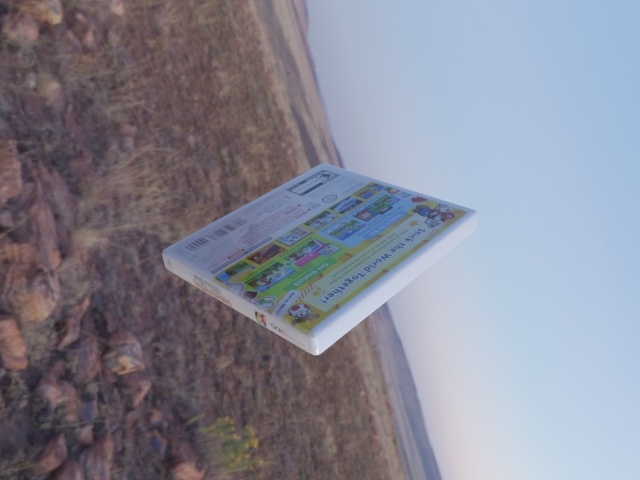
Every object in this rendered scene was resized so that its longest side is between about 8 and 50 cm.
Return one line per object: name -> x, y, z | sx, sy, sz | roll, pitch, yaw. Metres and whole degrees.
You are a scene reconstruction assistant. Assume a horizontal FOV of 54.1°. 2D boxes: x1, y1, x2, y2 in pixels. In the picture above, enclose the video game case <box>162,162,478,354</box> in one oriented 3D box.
video game case -> 0.000, 0.000, 0.596 | 0.206, 0.227, 0.026 | 23, -48, 39
